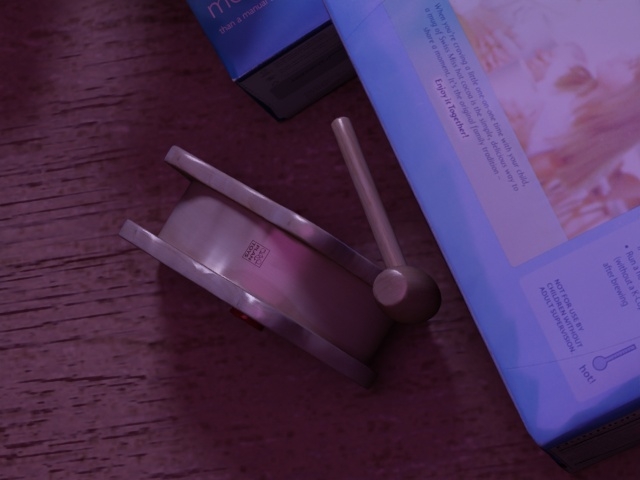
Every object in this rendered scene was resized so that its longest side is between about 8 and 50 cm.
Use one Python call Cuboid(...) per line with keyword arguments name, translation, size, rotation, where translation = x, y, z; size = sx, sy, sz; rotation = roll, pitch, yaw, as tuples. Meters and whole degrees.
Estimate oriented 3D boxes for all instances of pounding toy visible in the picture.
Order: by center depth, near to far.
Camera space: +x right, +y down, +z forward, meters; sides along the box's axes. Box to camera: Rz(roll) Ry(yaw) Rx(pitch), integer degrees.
Cuboid(name="pounding toy", translation=(0.000, 0.000, 1.292), size=(0.269, 0.154, 0.154), rotation=(30, 87, 36))

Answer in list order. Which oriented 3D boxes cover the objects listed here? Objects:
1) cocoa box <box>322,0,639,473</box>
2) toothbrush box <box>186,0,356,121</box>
Cuboid(name="cocoa box", translation=(0.181, -0.052, 1.206), size=(0.231, 0.228, 0.347), rotation=(-26, 74, 7))
Cuboid(name="toothbrush box", translation=(-0.027, -0.275, 1.354), size=(0.216, 0.126, 0.295), rotation=(-31, 72, 7))
